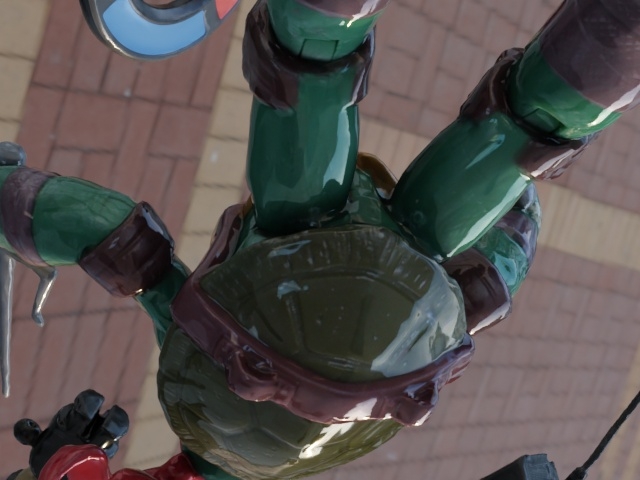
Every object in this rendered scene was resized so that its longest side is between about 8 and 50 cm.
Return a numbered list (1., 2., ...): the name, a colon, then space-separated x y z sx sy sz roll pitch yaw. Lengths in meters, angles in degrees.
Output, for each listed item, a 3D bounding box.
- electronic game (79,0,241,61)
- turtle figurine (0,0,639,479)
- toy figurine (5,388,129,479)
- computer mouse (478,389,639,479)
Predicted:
1. electronic game: -0.100 -0.243 1.083 0.229 0.048 0.229 -43 150 -32
2. turtle figurine: 0.000 0.000 0.384 0.175 0.118 0.234 4 138 -29
3. toy figurine: -0.234 0.231 1.102 0.209 0.213 0.148 5 135 -45
4. computer mouse: 0.092 0.076 0.547 0.242 0.041 0.071 -45 143 -4
